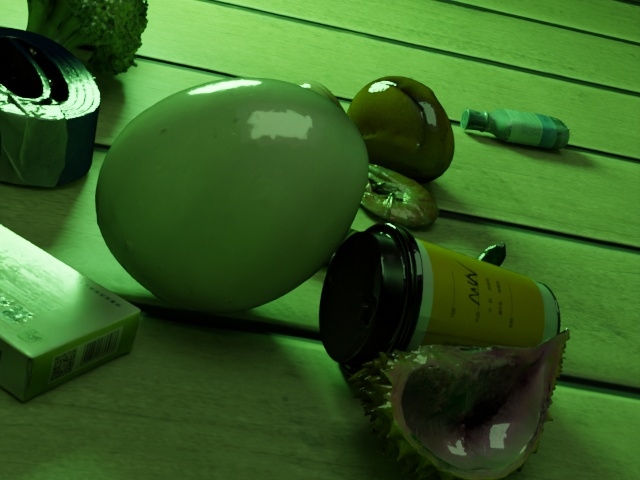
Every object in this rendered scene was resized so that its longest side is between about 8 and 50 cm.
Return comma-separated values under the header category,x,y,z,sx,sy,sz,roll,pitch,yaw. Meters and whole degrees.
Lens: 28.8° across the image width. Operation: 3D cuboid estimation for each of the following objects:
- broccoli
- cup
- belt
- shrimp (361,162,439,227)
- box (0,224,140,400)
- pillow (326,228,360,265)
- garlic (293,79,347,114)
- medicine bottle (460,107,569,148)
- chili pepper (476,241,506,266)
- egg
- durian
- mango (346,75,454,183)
category,x,y,z,sx,sy,sz,roll,pitch,yaw
broccoli,-0.413,-0.389,2.077,0.288,0.235,0.260,29,38,-19
cup,0.147,0.090,1.542,0.280,0.196,0.196,11,25,-26
belt,-0.449,-0.208,1.852,0.212,0.117,0.347,-1,31,-28
shrimp,0.093,-0.082,1.992,0.217,0.051,0.115,34,33,27
box,-0.361,0.070,1.421,0.260,0.062,0.175,29,29,24
pillow,0.000,0.000,1.788,0.203,0.038,0.113,22,30,14
garlic,-0.026,-0.216,2.116,0.128,0.115,0.206,-5,30,-24
medicine bottle,0.376,-0.221,2.416,0.209,0.053,0.090,7,29,-15
chili pepper,0.197,0.056,1.747,0.050,0.073,0.182,8,21,44
egg,-0.104,-0.059,1.526,0.283,0.345,0.283,39,38,-39
durian,0.152,0.198,1.389,0.261,0.153,0.186,11,48,-23
mango,0.138,-0.187,2.097,0.136,0.166,0.236,-10,35,-34
